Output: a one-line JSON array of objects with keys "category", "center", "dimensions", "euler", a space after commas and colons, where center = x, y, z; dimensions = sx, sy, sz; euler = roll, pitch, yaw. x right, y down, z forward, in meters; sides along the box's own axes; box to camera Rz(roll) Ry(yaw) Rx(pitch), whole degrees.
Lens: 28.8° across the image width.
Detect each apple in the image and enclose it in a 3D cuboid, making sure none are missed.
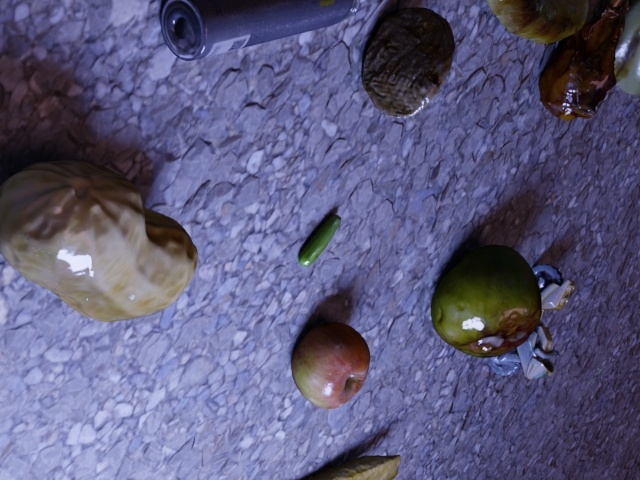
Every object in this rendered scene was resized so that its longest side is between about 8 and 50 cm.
[{"category": "apple", "center": [0.013, 0.182, 1.829], "dimensions": [0.126, 0.102, 0.126], "euler": [-40, 149, -30]}]

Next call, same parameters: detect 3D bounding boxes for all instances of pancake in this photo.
[{"category": "pancake", "center": [0.337, -0.433, 1.790], "dimensions": [0.305, 0.067, 0.427], "euler": [-48, 145, -20]}]

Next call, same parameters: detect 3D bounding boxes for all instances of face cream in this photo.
[{"category": "face cream", "center": [-0.052, -0.262, 1.396], "dimensions": [0.283, 0.073, 0.073], "euler": [-23, 133, -43]}]

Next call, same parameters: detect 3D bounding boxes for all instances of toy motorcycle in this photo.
[{"category": "toy motorcycle", "center": [0.406, 0.162, 2.317], "dimensions": [0.094, 0.130, 0.229], "euler": [15, 104, -53]}]

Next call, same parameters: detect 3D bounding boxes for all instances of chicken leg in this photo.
[{"category": "chicken leg", "center": [0.451, -0.332, 1.993], "dimensions": [0.304, 0.113, 0.093], "euler": [-63, 168, 4]}]

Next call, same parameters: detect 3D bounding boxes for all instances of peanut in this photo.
[{"category": "peanut", "center": [-0.232, 0.005, 1.320], "dimensions": [0.147, 0.147, 0.305], "euler": [-54, 151, -7]}]

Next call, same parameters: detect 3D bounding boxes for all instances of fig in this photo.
[{"category": "fig", "center": [0.278, 0.098, 2.065], "dimensions": [0.181, 0.181, 0.191], "euler": [61, 42, -54]}]

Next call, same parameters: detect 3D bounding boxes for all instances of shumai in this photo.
[{"category": "shumai", "center": [0.122, -0.233, 1.622], "dimensions": [0.105, 0.123, 0.139], "euler": [-21, 119, -59]}]

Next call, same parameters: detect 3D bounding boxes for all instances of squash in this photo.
[{"category": "squash", "center": [0.000, 0.000, 1.732], "dimensions": [0.089, 0.027, 0.027], "euler": [-55, 148, -9]}]

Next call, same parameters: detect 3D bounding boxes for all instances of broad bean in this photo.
[{"category": "broad bean", "center": [0.551, -0.376, 2.085], "dimensions": [0.263, 0.121, 0.189], "euler": [-61, 169, -16]}]

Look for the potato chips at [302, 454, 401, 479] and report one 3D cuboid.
[{"category": "potato chips", "center": [-0.024, 0.424, 2.008], "dimensions": [0.407, 0.080, 0.057], "euler": [-17, 113, -44]}]
